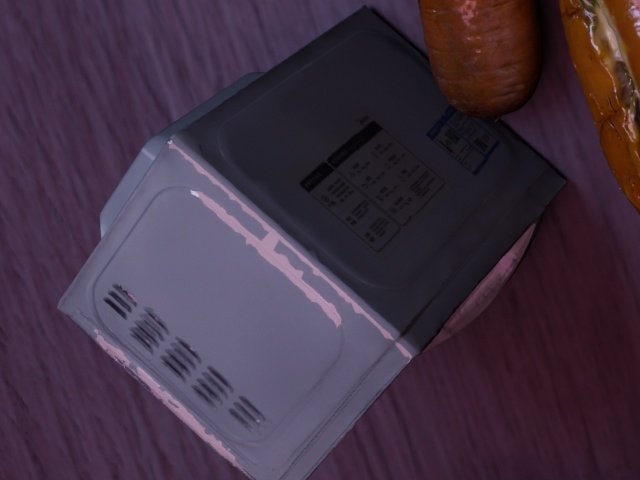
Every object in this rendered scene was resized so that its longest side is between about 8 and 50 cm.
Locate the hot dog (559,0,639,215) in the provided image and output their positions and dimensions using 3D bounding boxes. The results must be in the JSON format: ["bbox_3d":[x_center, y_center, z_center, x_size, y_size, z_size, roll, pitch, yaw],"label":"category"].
[{"bbox_3d":[0.173,-0.077,0.734,0.115,0.072,0.269,-22,102,41],"label":"hot dog"}]

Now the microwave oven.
[{"bbox_3d":[0.000,0.000,0.771,0.162,0.208,0.122,41,124,5],"label":"microwave oven"}]

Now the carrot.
[{"bbox_3d":[0.068,-0.171,0.744,0.059,0.059,0.247,5,118,25],"label":"carrot"}]
